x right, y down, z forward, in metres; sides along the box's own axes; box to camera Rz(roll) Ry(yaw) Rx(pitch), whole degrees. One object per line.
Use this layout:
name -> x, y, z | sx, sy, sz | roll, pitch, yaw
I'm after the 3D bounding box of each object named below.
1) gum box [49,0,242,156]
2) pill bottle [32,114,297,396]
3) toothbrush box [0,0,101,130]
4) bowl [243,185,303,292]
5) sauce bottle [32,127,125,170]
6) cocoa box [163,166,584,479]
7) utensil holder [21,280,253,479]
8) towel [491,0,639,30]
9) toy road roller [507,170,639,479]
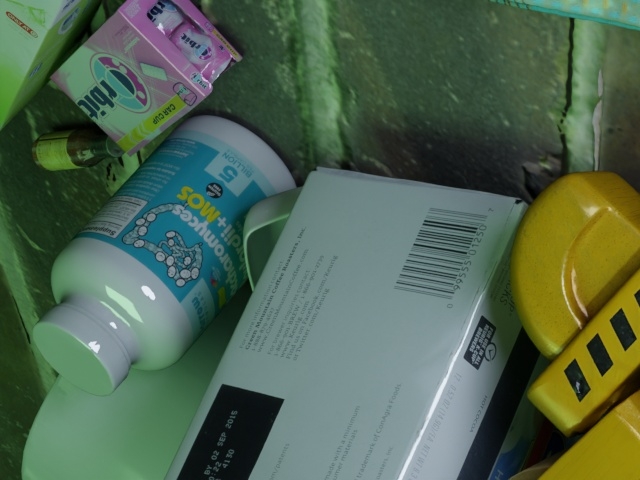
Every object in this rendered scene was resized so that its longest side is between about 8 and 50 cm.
gum box -> -0.157, -0.158, 1.621 | 0.107, 0.062, 0.188 | 45, 150, -10
pill bottle -> -0.145, 0.018, 1.643 | 0.146, 0.264, 0.146 | 28, 149, 19
toothbrush box -> -0.303, -0.251, 1.603 | 0.206, 0.122, 0.283 | 41, 149, -3
bowl -> 0.000, 0.000, 1.619 | 0.142, 0.142, 0.053 | 79, 175, -48
sauce bottle -> -0.244, -0.093, 1.825 | 0.128, 0.042, 0.042 | 1, 133, 49
cocoa box -> 0.063, 0.152, 1.470 | 0.231, 0.347, 0.228 | 10, 157, 41
utensil holder -> -0.054, 0.234, 1.780 | 0.385, 0.327, 0.328 | 34, 150, 13
towel -> 0.139, -0.255, 1.190 | 0.370, 0.040, 0.271 | 17, 144, 33
toy road roller -> 0.217, 0.095, 1.326 | 0.240, 0.202, 0.329 | 46, 108, 16
